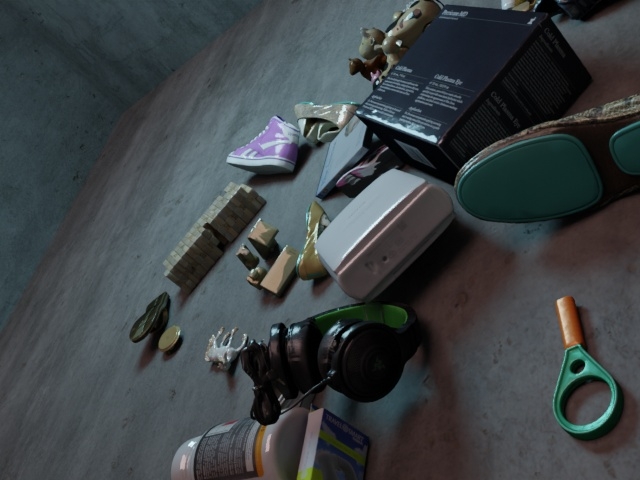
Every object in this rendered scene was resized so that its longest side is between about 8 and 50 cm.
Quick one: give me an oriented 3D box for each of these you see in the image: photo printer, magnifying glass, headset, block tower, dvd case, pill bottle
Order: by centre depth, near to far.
[{"bbox_3d":[0.353,0.168,1.071,0.092,0.026,0.231,-32,31,29],"label":"magnifying glass"},{"bbox_3d":[0.006,0.169,1.272,0.243,0.185,0.394,-6,17,33],"label":"headset"},{"bbox_3d":[-0.119,0.381,1.325,0.278,0.162,0.162,-22,37,40],"label":"pill bottle"},{"bbox_3d":[0.111,-0.022,1.518,0.256,0.107,0.307,-44,13,1],"label":"photo printer"},{"bbox_3d":[0.067,-0.229,1.889,0.253,0.022,0.180,-44,26,53],"label":"dvd case"},{"bbox_3d":[-0.302,-0.016,2.178,0.335,0.091,0.097,-51,27,-6],"label":"block tower"}]

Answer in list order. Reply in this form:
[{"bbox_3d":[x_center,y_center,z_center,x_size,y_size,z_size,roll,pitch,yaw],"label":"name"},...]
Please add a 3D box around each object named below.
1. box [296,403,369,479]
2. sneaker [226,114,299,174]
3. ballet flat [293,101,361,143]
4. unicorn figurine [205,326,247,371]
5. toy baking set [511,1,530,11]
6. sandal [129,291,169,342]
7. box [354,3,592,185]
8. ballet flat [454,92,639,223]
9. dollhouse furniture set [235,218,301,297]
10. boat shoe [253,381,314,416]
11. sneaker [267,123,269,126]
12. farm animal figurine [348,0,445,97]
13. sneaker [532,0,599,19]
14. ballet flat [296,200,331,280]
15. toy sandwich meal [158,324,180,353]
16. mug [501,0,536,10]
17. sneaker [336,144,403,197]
[{"bbox_3d":[0.019,0.349,1.226,0.042,0.109,0.178,-32,31,37],"label":"box"},{"bbox_3d":[-0.156,-0.276,2.248,0.282,0.102,0.161,5,81,45],"label":"sneaker"},{"bbox_3d":[0.004,-0.318,2.118,0.316,0.107,0.106,11,76,59],"label":"ballet flat"},{"bbox_3d":[-0.215,0.249,1.761,0.162,0.060,0.111,-33,28,60],"label":"unicorn figurine"},{"bbox_3d":[0.382,-0.433,1.797,0.197,0.030,0.256,17,74,54],"label":"toy baking set"},{"bbox_3d":[-0.455,0.216,2.144,0.090,0.060,0.219,-33,16,16],"label":"sandal"},{"bbox_3d":[0.292,-0.288,1.561,0.312,0.179,0.343,-50,31,-1],"label":"box"},{"bbox_3d":[0.452,-0.148,1.231,0.483,0.164,0.182,-18,18,35],"label":"ballet flat"},{"bbox_3d":[-0.107,0.061,1.867,0.151,0.123,0.144,26,73,26],"label":"dollhouse furniture set"},{"bbox_3d":[-0.057,0.251,1.484,0.096,0.088,0.267,-14,43,48],"label":"boat shoe"},{"bbox_3d":[-0.135,-0.311,2.357,0.089,0.051,0.170,-57,25,-7],"label":"sneaker"},{"bbox_3d":[0.191,-0.489,1.984,0.327,0.172,0.330,-43,28,9],"label":"farm animal figurine"},{"bbox_3d":[0.554,-0.512,1.590,0.121,0.111,0.300,-64,24,-7],"label":"sneaker"},{"bbox_3d":[0.000,0.000,1.765,0.073,0.080,0.232,-5,46,16],"label":"ballet flat"},{"bbox_3d":[-0.384,0.256,2.016,0.085,0.029,0.085,-30,36,25],"label":"toy sandwich meal"},{"bbox_3d":[0.454,-0.555,1.816,0.078,0.062,0.064,-24,43,49],"label":"mug"},{"bbox_3d":[0.120,-0.164,1.803,0.178,0.072,0.077,-30,21,16],"label":"sneaker"}]
